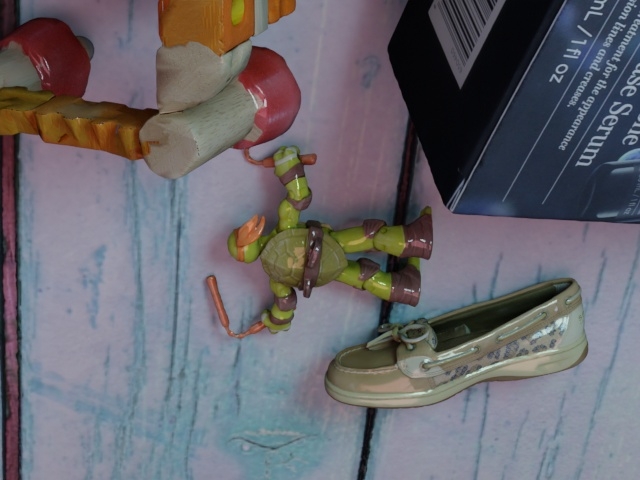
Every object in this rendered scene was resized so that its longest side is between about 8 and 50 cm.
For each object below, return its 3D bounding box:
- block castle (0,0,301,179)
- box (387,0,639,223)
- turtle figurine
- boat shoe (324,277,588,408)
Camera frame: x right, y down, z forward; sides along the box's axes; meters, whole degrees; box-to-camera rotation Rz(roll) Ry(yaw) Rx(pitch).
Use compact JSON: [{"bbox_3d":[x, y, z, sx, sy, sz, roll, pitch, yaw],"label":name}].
[{"bbox_3d":[-0.163,-0.295,1.047,0.303,0.213,0.453,11,116,22],"label":"block castle"},{"bbox_3d":[0.301,-0.182,1.081,0.395,0.212,0.293,2,137,-21],"label":"box"},{"bbox_3d":[0.000,0.000,1.313,0.217,0.087,0.269,4,118,-7],"label":"turtle figurine"},{"bbox_3d":[0.139,0.104,1.380,0.285,0.104,0.089,-12,115,-9],"label":"boat shoe"}]
